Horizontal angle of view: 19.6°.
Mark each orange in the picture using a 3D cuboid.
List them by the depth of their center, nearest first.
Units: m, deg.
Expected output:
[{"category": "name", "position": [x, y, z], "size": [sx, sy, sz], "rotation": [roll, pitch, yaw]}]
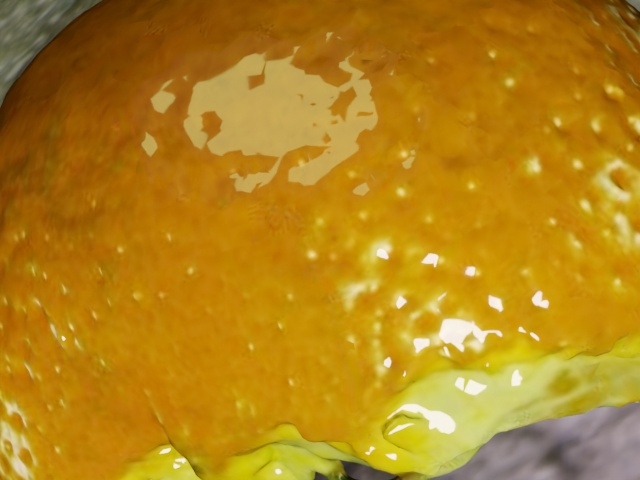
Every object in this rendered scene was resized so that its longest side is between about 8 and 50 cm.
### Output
[{"category": "orange", "position": [0.000, -0.006, 0.511], "size": [0.237, 0.158, 0.179], "rotation": [-18, 7, 38]}]
